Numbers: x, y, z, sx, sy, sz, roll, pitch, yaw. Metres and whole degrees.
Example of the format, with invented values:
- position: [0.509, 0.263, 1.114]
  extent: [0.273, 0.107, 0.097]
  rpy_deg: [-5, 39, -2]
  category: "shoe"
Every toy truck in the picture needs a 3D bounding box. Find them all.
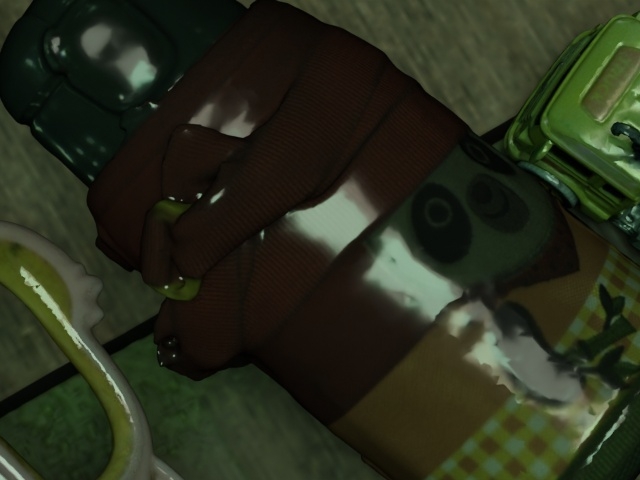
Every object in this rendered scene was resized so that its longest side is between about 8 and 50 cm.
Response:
- position: [0.160, -0.019, 0.655]
  extent: [0.169, 0.100, 0.077]
  rpy_deg: [37, 82, 1]
  category: "toy truck"

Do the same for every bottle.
- position: [0.000, 0.000, 0.618]
  extent: [0.271, 0.156, 0.143]
  rpy_deg: [38, 91, -3]
  category: "bottle"

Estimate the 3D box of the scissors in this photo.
- position: [-0.175, 0.013, 0.560]
  extent: [0.317, 0.024, 0.160]
  rpy_deg: [48, 60, -5]
  category: "scissors"
